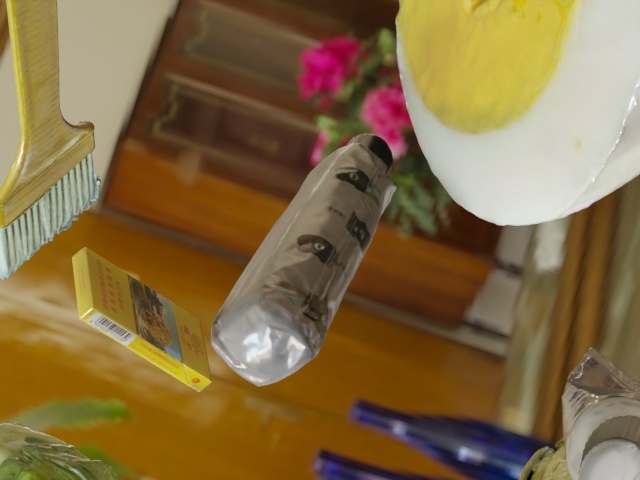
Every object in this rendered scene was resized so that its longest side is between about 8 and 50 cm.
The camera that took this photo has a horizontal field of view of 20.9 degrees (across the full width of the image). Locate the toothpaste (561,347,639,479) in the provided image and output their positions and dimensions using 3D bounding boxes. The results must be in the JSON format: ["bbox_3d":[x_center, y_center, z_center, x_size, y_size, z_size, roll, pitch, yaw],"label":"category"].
[{"bbox_3d":[0.189,0.114,1.016,0.068,0.099,0.282,-28,-3,16],"label":"toothpaste"}]

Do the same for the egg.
[{"bbox_3d":[0.224,-0.181,1.420,0.337,0.201,0.337,16,108,58],"label":"egg"}]

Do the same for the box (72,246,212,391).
[{"bbox_3d":[-0.166,0.074,1.619,0.023,0.155,0.087,-41,38,17],"label":"box"}]

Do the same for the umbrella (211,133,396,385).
[{"bbox_3d":[0.000,0.000,1.250,0.073,0.067,0.337,-25,16,23],"label":"umbrella"}]

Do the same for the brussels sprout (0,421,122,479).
[{"bbox_3d":[-0.320,0.312,1.921,0.223,0.223,0.161,-74,4,-49],"label":"brussels sprout"}]

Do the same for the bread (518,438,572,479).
[{"bbox_3d":[0.234,0.223,1.556,0.064,0.117,0.156,69,-157,-11],"label":"bread"}]

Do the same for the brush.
[{"bbox_3d":[-0.147,-0.075,0.901,0.082,0.010,0.218,-45,-27,-36],"label":"brush"}]
